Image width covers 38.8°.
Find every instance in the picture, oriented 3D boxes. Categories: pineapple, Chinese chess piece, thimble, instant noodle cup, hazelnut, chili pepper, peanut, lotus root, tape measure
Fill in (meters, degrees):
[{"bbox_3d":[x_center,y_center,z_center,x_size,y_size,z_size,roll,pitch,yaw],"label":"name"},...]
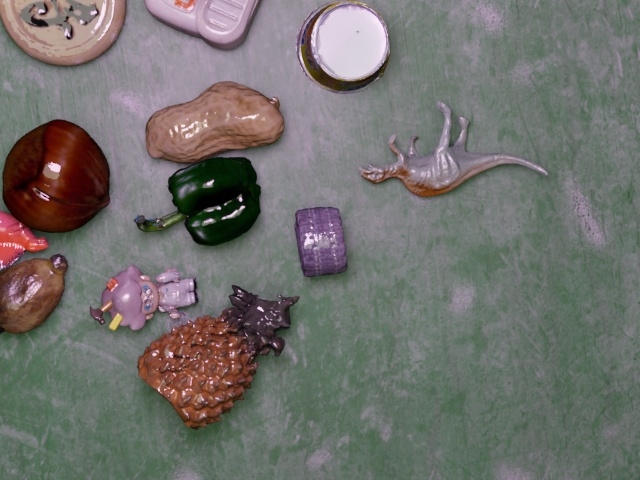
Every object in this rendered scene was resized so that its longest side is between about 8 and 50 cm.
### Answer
[{"bbox_3d":[-0.196,0.220,1.926,0.357,0.223,0.223,-41,98,-7],"label":"pineapple"},{"bbox_3d":[-0.527,-0.487,1.858,0.257,0.104,0.257,0,97,-3],"label":"Chinese chess piece"},{"bbox_3d":[0.000,0.002,1.932,0.098,0.150,0.150,-9,97,-4],"label":"thimble"},{"bbox_3d":[0.056,-0.409,1.883,0.205,0.153,0.205,0,96,-5],"label":"instant noodle cup"},{"bbox_3d":[-0.531,-0.123,1.845,0.229,0.229,0.229,0,97,-4],"label":"hazelnut"},{"bbox_3d":[-0.255,-0.081,1.895,0.261,0.165,0.174,-18,120,11],"label":"chili pepper"},{"bbox_3d":[-0.220,-0.248,1.893,0.291,0.159,0.143,-13,133,7],"label":"peanut"},{"bbox_3d":[-0.615,0.110,1.913,0.214,0.138,0.138,-36,98,0],"label":"lotus root"},{"bbox_3d":[-0.217,-0.540,1.863,0.265,0.130,0.258,24,92,-1],"label":"tape measure"}]

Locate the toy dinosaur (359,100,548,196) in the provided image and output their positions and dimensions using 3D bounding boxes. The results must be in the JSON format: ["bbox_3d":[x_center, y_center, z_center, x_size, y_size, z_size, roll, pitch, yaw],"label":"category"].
[{"bbox_3d":[0.289,-0.184,1.955,0.393,0.092,0.205,12,96,-7],"label":"toy dinosaur"}]

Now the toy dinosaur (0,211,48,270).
[{"bbox_3d":[-0.715,-0.016,1.905,0.286,0.070,0.139,18,82,-3],"label":"toy dinosaur"}]

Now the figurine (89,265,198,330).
[{"bbox_3d":[-0.377,0.120,1.940,0.229,0.112,0.137,-7,91,-13],"label":"figurine"}]
